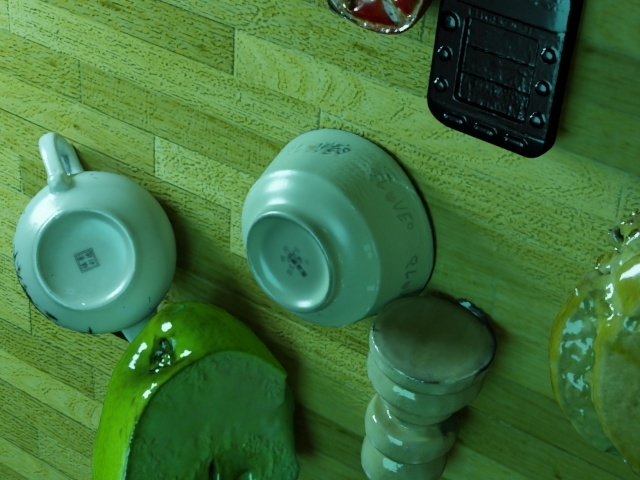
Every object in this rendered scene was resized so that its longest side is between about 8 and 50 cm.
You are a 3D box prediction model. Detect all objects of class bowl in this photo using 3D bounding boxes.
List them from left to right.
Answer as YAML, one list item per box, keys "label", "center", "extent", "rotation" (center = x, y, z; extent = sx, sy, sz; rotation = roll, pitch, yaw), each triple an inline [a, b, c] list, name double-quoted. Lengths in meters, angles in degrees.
- label: "bowl"
  center: [0.000, 0.000, 1.705]
  extent: [0.238, 0.126, 0.237]
  rotation: [20, 126, 31]

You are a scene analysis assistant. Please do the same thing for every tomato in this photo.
- label: "tomato"
  center: [0.069, -0.289, 1.508]
  extent: [0.156, 0.069, 0.155]
  rotation: [27, 133, 33]

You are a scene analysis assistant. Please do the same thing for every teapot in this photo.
- label: "teapot"
  center: [-0.295, -0.003, 1.936]
  extent: [0.208, 0.166, 0.299]
  rotation: [-21, 84, 16]

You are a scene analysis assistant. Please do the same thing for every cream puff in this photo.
- label: "cream puff"
  center: [0.393, 0.096, 1.355]
  extent: [0.343, 0.231, 0.327]
  rotation: [-11, 113, 36]

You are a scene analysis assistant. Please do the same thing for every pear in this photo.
- label: "pear"
  center: [-0.179, 0.214, 1.897]
  extent: [0.176, 0.286, 0.281]
  rotation: [29, 134, 50]

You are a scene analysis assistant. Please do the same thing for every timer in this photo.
- label: "timer"
  center: [0.184, -0.188, 1.490]
  extent: [0.144, 0.055, 0.187]
  rotation: [24, 124, 27]

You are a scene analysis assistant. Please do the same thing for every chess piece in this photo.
- label: "chess piece"
  center: [0.113, 0.199, 1.732]
  extent: [0.143, 0.143, 0.260]
  rotation: [30, 136, 23]

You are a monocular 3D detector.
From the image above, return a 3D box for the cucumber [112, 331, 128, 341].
- label: "cucumber"
  center: [-0.293, 0.095, 2.058]
  extent: [0.284, 0.056, 0.056]
  rotation: [25, 129, 25]
